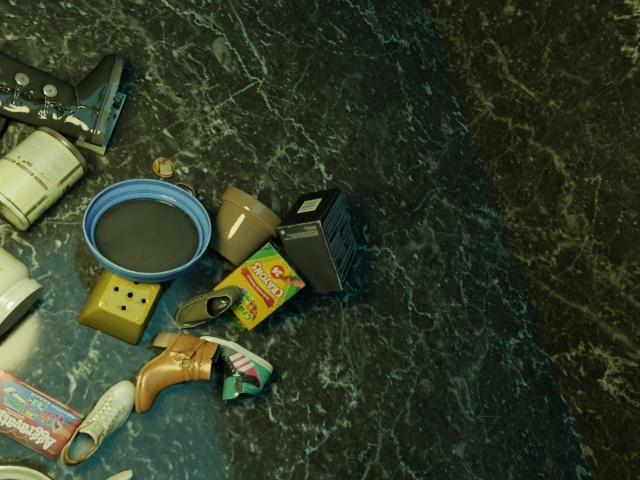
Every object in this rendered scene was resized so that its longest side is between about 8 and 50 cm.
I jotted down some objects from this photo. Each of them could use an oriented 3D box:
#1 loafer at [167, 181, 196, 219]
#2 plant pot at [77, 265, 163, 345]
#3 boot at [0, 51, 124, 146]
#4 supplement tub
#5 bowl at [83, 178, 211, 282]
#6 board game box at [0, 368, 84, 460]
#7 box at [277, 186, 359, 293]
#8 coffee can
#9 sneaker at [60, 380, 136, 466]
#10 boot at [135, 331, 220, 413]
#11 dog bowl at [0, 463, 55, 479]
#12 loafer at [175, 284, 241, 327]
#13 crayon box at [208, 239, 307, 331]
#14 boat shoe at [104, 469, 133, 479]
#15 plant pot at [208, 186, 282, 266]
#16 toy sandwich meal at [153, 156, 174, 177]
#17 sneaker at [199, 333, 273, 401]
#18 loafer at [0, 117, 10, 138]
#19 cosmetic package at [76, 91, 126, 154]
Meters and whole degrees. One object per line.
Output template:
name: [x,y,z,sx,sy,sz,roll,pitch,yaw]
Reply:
loafer: [-0.526,-0.056,1.866,0.133,0.130,0.366,23,64,-21]
plant pot: [-0.629,0.193,1.694,0.212,0.187,0.212,28,62,-18]
boot: [-0.911,-0.539,1.727,0.445,0.146,0.367,15,66,-25]
supplement tub: [-0.996,0.107,1.487,0.325,0.235,0.235,41,59,-9]
bowl: [-0.555,-0.032,1.696,0.391,0.077,0.391,11,49,-13]
board game box: [-0.869,0.516,1.551,0.281,0.027,0.145,36,61,-14]
box: [0.000,0.000,1.990,0.296,0.182,0.294,-60,136,-56]
coffee can: [-0.913,-0.198,1.657,0.201,0.201,0.275,40,59,-12]
sneaker: [-0.662,0.558,1.596,0.106,0.123,0.290,39,58,-10]
boot: [-0.462,0.440,1.710,0.220,0.109,0.283,10,53,6]
dog bowl: [-0.868,0.808,1.383,0.408,0.150,0.408,9,70,-25]
loafer: [-0.396,0.229,1.807,0.251,0.087,0.094,-28,95,6]
crayon box: [-0.233,0.175,1.876,0.318,0.081,0.202,-40,95,9]
boat shoe: [-0.645,0.767,1.572,0.184,0.066,0.063,-29,99,-34]
plant pot: [-0.302,-0.035,1.935,0.263,0.263,0.229,38,77,-13]
toy sandwich meal: [-0.587,-0.276,1.964,0.085,0.029,0.086,9,70,-26]
sneaker: [-0.318,0.463,1.821,0.295,0.124,0.178,32,52,-17]
loafer: [-1.055,-0.434,1.729,0.078,0.080,0.220,25,63,-20]
cosmetic package: [-0.789,-0.438,1.889,0.098,0.060,0.239,19,65,-21]
